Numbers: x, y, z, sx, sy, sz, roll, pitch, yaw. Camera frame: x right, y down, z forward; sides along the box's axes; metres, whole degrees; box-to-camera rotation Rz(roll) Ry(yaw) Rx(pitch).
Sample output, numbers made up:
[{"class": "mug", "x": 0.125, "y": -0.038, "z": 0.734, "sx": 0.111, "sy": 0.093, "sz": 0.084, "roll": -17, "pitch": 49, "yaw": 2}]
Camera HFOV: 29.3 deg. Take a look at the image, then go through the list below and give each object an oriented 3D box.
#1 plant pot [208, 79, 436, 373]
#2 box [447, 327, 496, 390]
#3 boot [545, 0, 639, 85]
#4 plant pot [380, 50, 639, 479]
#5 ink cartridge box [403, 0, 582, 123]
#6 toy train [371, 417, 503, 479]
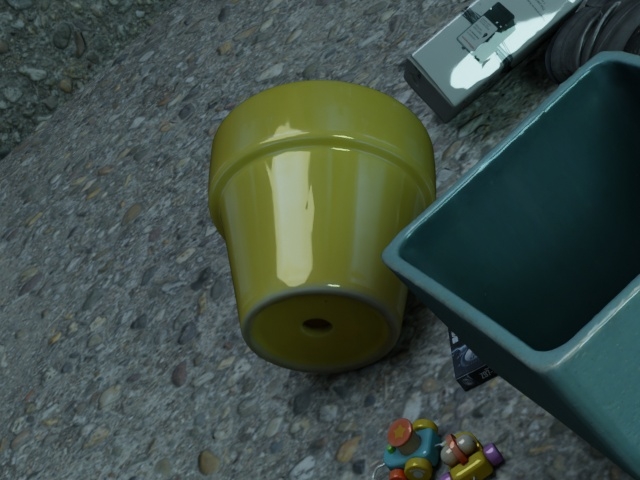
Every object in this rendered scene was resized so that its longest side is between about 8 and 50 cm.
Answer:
[{"class": "plant pot", "x": 0.000, "y": 0.000, "z": 1.309, "sx": 0.254, "sy": 0.254, "sz": 0.239, "roll": -23, "pitch": 47, "yaw": 29}, {"class": "box", "x": 0.159, "y": 0.099, "z": 1.183, "sx": 0.067, "sy": 0.018, "sz": 0.083, "roll": -29, "pitch": 29, "yaw": 18}, {"class": "boot", "x": 0.413, "y": -0.293, "z": 1.367, "sx": 0.338, "sy": 0.118, "sz": 0.223, "roll": -37, "pitch": 22, "yaw": -5}, {"class": "plant pot", "x": 0.246, "y": 0.050, "z": 0.897, "sx": 0.247, "sy": 0.252, "sz": 0.248, "roll": -42, "pitch": 27, "yaw": -6}, {"class": "ink cartridge box", "x": 0.209, "y": -0.247, "z": 1.506, "sx": 0.208, "sy": 0.087, "sz": 0.153, "roll": -39, "pitch": -3, "yaw": 0}, {"class": "toy train", "x": 0.088, "y": 0.210, "z": 1.075, "sx": 0.125, "sy": 0.046, "sz": 0.166, "roll": -48, "pitch": 29, "yaw": -16}]
